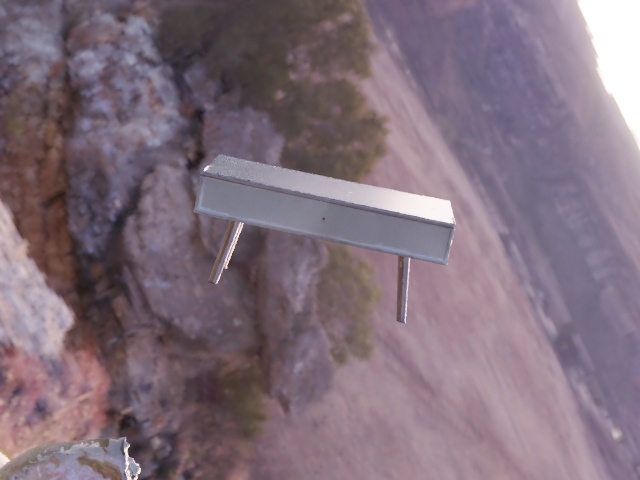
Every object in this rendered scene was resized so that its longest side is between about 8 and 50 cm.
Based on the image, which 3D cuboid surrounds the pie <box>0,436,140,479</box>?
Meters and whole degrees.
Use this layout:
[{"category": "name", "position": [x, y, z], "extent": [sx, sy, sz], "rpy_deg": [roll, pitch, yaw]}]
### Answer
[{"category": "pie", "position": [-0.251, 0.378, 1.310], "extent": [0.338, 0.337, 0.075], "rpy_deg": [61, -5, -12]}]

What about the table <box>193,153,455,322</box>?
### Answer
[{"category": "table", "position": [0.000, 0.000, 1.170], "extent": [0.121, 0.240, 0.111], "rpy_deg": [-71, 173, -77]}]

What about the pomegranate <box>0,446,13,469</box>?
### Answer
[{"category": "pomegranate", "position": [-0.531, 0.413, 1.787], "extent": [0.260, 0.260, 0.260], "rpy_deg": [58, 14, -23]}]
